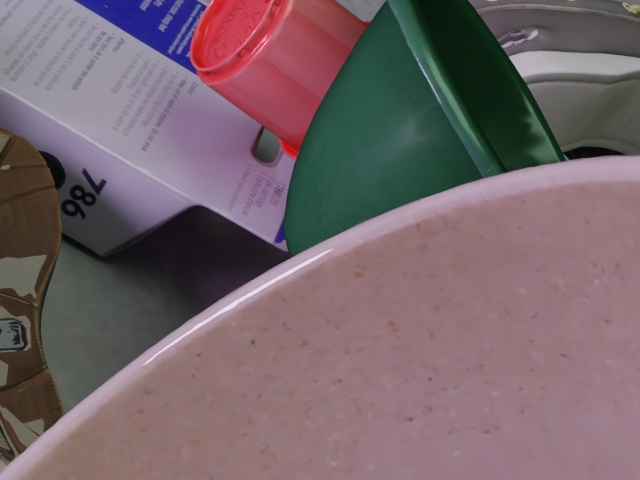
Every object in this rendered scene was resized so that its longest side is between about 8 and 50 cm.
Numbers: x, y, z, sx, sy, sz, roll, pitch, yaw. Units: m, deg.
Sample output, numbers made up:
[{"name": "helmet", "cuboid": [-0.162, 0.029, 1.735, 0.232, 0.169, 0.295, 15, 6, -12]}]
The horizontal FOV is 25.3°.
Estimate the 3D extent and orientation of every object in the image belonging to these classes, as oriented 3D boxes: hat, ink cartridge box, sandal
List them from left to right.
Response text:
[{"name": "sandal", "cuboid": [-0.138, 0.034, 0.559, 0.072, 0.049, 0.180, 4, 61, -31]}, {"name": "ink cartridge box", "cuboid": [-0.152, -0.103, 0.685, 0.333, 0.065, 0.165, 30, 35, -7]}, {"name": "hat", "cuboid": [0.000, 0.000, 0.580, 0.173, 0.184, 0.208, 53, 19, -20]}]

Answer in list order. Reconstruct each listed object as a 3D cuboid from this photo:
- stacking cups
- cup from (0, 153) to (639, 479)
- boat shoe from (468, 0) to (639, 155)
[{"name": "stacking cups", "cuboid": [0.070, -0.018, 0.697, 0.316, 0.096, 0.096, 30, 34, -31]}, {"name": "cup", "cuboid": [0.041, 0.172, 0.361, 0.237, 0.331, 0.331, 54, 30, -20]}, {"name": "boat shoe", "cuboid": [0.213, -0.112, 0.970, 0.305, 0.109, 0.091, 3, 52, -34]}]
